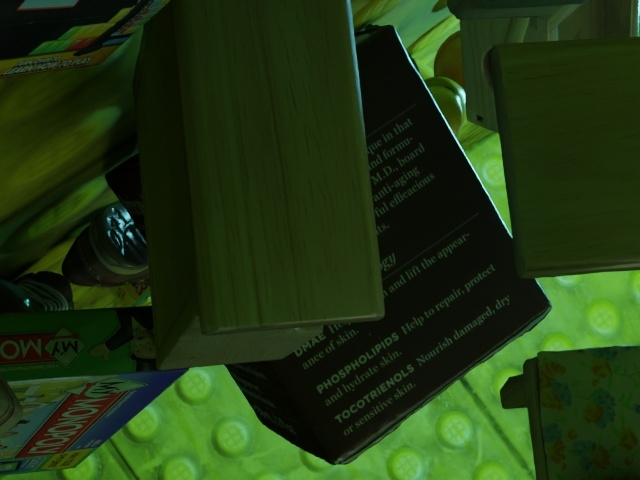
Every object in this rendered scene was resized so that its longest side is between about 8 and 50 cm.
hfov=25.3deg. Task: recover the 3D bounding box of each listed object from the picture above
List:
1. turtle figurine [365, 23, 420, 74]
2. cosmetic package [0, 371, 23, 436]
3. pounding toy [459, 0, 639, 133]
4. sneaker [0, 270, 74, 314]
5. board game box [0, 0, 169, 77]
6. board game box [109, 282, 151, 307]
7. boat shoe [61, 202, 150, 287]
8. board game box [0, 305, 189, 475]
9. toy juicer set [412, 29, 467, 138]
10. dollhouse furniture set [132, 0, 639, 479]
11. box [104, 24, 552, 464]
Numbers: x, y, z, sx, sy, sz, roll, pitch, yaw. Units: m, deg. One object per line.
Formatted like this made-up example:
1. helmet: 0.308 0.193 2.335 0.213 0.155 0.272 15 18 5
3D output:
1. turtle figurine: -0.027 -0.049 1.050 0.234 0.118 0.175 -43 -177 -15
2. cosmetic package: -0.201 0.042 0.456 0.153 0.129 0.296 -36 177 -10
3. pounding toy: 0.152 -0.176 1.066 0.181 0.094 0.206 -42 141 -30
4. sneaker: -0.215 0.050 1.019 0.086 0.064 0.192 -50 178 -26
5. board game box: -0.071 -0.104 0.415 0.141 0.048 0.170 -36 176 24
6. board game box: -0.099 -0.015 1.349 0.259 0.039 0.124 -42 175 38
7. boat shoe: -0.133 0.001 1.091 0.060 0.064 0.178 -32 172 27
8. board game box: -0.236 0.113 0.960 0.213 0.046 0.317 -2 161 -23
9. toy juicer set: 0.056 -0.047 1.207 0.329 0.089 0.209 -51 -170 -26
10. dollhouse furniture set: 0.120 -0.046 0.674 0.394 0.362 0.256 -4 171 -11
11. box: 0.000 0.000 0.884 0.167 0.203 0.168 -35 -169 -14
